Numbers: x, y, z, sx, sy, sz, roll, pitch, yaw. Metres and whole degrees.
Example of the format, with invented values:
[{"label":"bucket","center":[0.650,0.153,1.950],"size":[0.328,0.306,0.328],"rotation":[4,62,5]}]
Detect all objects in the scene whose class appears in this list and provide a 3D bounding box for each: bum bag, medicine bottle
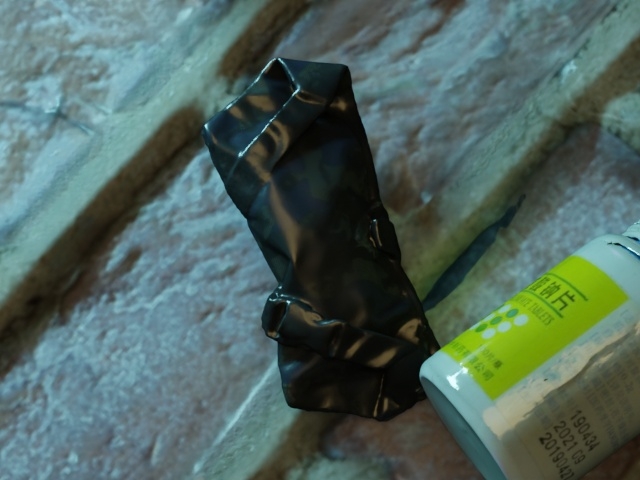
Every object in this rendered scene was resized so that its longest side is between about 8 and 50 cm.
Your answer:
[{"label":"bum bag","center":[0.000,0.000,1.095],"size":[0.137,0.074,0.310],"rotation":[-16,83,-15]},{"label":"medicine bottle","center":[0.216,0.082,1.042],"size":[0.258,0.143,0.143],"rotation":[-34,79,-8]}]
